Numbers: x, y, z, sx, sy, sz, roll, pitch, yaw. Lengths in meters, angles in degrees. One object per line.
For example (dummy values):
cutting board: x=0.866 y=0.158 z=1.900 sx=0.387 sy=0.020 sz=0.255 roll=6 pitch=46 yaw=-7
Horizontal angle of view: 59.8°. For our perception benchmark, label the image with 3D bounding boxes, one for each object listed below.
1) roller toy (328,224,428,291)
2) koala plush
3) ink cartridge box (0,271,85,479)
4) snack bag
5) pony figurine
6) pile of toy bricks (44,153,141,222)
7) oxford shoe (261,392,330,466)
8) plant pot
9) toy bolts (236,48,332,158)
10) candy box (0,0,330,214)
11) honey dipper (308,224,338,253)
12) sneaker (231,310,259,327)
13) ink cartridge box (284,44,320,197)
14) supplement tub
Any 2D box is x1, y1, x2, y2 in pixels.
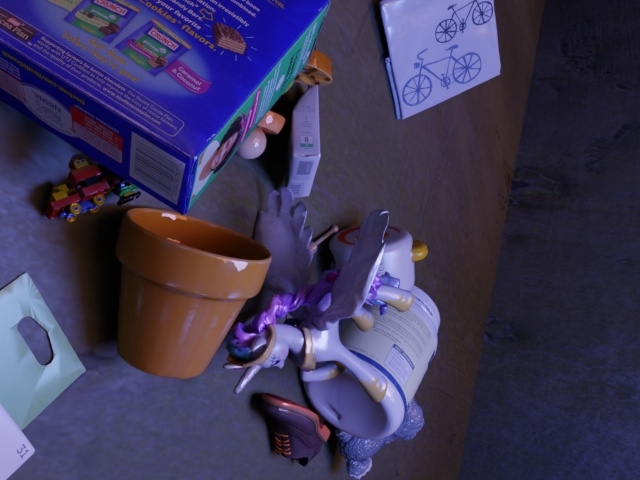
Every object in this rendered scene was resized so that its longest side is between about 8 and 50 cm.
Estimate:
roller toy: x=0.118 y=0.043 z=1.270 sx=0.191 sy=0.209 sz=0.146 roll=-23 pitch=115 yaw=-41
koala plush: x=0.125 y=0.465 z=1.394 sx=0.221 sy=0.203 sz=0.196 roll=-31 pitch=122 yaw=-40
ink cartridge box: x=-0.367 y=0.171 z=0.609 sx=0.235 sy=0.056 sz=0.171 roll=-47 pitch=134 yaw=-43
snack bag: x=0.311 y=-0.519 z=1.449 sx=0.323 sy=0.037 sz=0.343 roll=-26 pitch=131 yaw=-4
pony figurine: x=0.012 y=0.113 z=0.992 sx=0.363 sy=0.302 sz=0.351 roll=22 pitch=84 yaw=-44
pile of toy bricks: x=-0.257 y=-0.113 z=0.711 sx=0.212 sy=0.118 sz=0.105 roll=-32 pitch=91 yaw=-43
oxford shoe: x=-0.057 y=0.395 z=1.144 sx=0.098 sy=0.096 sz=0.271 roll=-61 pitch=143 yaw=-24
plant pot: x=-0.192 y=0.077 z=0.769 sx=0.205 sy=0.205 sz=0.188 roll=5 pitch=107 yaw=-60
toy bolts: x=-0.116 y=-0.217 z=0.842 sx=0.228 sy=0.218 sz=0.159 roll=15 pitch=89 yaw=-41
candy box: x=-0.176 y=-0.232 z=0.641 sx=0.317 sy=0.268 sz=0.122 roll=-59 pitch=-177 yaw=-32
honey dipper: x=0.000 y=0.000 z=1.229 sx=0.160 sy=0.030 sz=0.031 roll=-36 pitch=126 yaw=-56
sneaker: x=-0.145 y=0.173 z=0.999 sx=0.118 sy=0.042 sz=0.067 roll=-20 pitch=109 yaw=-59
ink cartridge box: x=-0.037 y=-0.216 z=1.030 sx=0.181 sy=0.056 sz=0.225 roll=112 pitch=-25 yaw=-71
supplement tub: x=0.132 y=0.264 z=1.297 sx=0.325 sy=0.235 sz=0.236 roll=-48 pitch=135 yaw=-44
